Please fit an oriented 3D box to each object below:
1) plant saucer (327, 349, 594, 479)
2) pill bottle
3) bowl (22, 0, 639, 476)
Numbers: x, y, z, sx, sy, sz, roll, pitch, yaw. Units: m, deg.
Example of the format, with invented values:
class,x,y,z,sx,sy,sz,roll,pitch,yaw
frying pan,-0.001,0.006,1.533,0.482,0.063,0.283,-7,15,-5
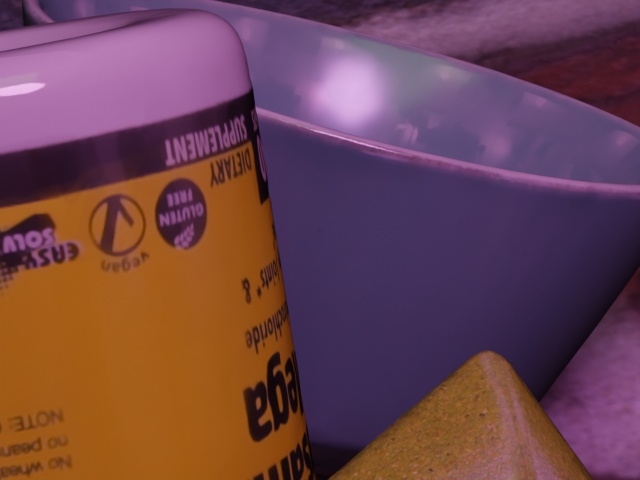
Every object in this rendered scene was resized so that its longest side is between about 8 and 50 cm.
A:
class,x,y,z,sx,sy,sz,roll,pitch,yaw
plant saucer,0.046,0.165,0.631,0.188,0.188,0.045,-39,11,-13
pill bottle,-0.094,0.095,0.706,0.188,0.334,0.188,-9,11,2
bowl,0.000,0.000,0.908,0.311,0.163,0.311,14,14,-4
